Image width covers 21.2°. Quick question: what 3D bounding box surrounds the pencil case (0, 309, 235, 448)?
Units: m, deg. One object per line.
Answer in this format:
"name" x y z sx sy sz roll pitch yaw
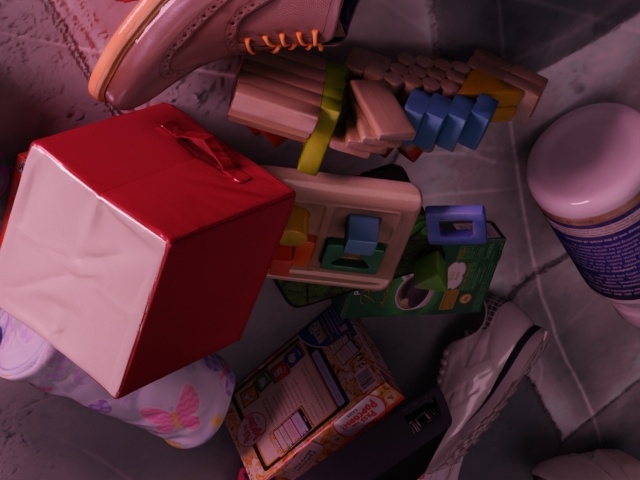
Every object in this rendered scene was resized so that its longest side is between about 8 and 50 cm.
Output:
"pencil case" -0.221 0.135 1.828 0.273 0.113 0.124 27 122 -39

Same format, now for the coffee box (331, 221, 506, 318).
"coffee box" 0.111 0.032 1.949 0.184 0.040 0.113 -2 128 -24

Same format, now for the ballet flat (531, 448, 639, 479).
"ballet flat" 0.403 0.356 2.317 0.139 0.139 0.400 -37 138 7

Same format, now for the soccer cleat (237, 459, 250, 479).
"soccer cleat" -0.043 0.323 2.090 0.143 0.116 0.331 -3 130 -53

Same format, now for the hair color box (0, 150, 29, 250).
"hair color box" -0.273 -0.027 1.697 0.072 0.043 0.141 -26 144 -48

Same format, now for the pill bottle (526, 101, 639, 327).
"pill bottle" 0.347 -0.021 1.940 0.153 0.153 0.264 -34 133 4

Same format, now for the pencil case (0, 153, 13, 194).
"pencil case" -0.339 -0.106 1.603 0.070 0.064 0.151 -43 142 -29

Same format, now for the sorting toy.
"sorting toy" 0.000 0.000 1.787 0.348 0.047 0.196 7 149 -5

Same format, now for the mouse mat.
"mouse mat" 0.025 -0.002 1.852 0.190 0.007 0.152 -19 127 14

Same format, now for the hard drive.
"hard drive" 0.036 0.276 1.934 0.255 0.054 0.172 -30 158 -28

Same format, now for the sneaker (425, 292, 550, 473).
"sneaker" 0.176 0.176 2.055 0.235 0.095 0.090 -56 166 12

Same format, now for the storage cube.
"storage cube" -0.173 0.003 1.642 0.193 0.184 0.215 -24 143 -51

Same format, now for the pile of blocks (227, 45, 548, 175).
"pile of blocks" 0.065 -0.113 1.733 0.362 0.149 0.112 0 133 -24

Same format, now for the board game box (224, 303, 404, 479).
"board game box" -0.015 0.181 1.940 0.193 0.146 0.045 -40 133 10

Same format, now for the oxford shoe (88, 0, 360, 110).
"oxford shoe" -0.050 -0.217 1.572 0.364 0.132 0.130 -36 175 7

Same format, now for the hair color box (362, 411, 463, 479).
"hair color box" 0.095 0.262 2.125 0.167 0.053 0.093 -3 127 -21

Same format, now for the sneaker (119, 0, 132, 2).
"sneaker" -0.243 -0.292 1.498 0.128 0.087 0.221 -18 124 3
